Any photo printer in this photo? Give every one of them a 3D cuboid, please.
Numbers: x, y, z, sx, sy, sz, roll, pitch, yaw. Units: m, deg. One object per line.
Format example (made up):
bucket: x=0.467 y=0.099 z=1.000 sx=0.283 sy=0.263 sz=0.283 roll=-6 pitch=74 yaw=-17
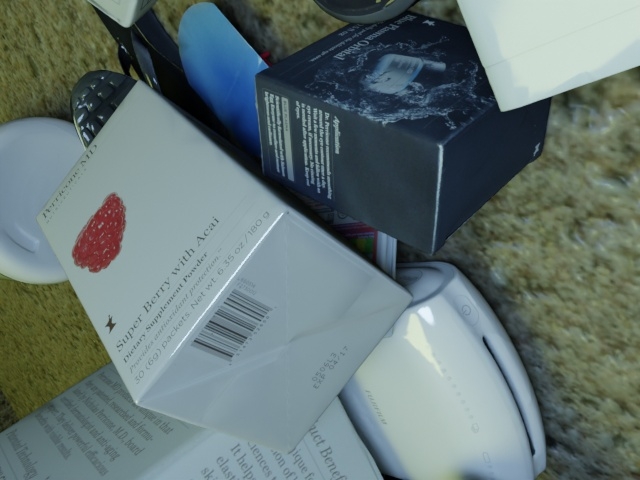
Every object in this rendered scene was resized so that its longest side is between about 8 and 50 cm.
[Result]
photo printer: x=0.082 y=0.145 z=0.776 sx=0.308 sy=0.107 sz=0.255 roll=-4 pitch=118 yaw=51

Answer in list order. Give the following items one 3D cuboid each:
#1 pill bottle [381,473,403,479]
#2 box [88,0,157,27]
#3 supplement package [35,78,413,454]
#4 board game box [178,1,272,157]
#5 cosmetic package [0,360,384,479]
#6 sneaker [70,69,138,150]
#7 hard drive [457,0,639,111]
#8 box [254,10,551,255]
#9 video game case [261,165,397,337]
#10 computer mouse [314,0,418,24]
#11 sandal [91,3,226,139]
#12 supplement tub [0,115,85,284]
pill bottle: x=0.111 y=0.360 z=0.933 sx=0.123 sy=0.123 sz=0.219 roll=38 pitch=145 yaw=17
box: x=-0.091 y=-0.275 z=0.447 sx=0.127 sy=0.232 sz=0.148 roll=36 pitch=147 yaw=-6
supplement package: x=-0.100 y=0.013 z=0.643 sx=0.175 sy=0.177 sz=0.293 roll=34 pitch=-175 yaw=-44
board game box: x=-0.077 y=-0.164 z=0.735 sx=0.168 sy=0.033 sz=0.133 roll=50 pitch=150 yaw=3
cosmetic package: x=-0.165 y=0.330 z=0.791 sx=0.327 sy=0.394 sz=0.329 roll=5 pitch=124 yaw=58
sneaker: x=-0.189 y=-0.078 z=0.821 sx=0.124 sy=0.107 sz=0.283 roll=25 pitch=162 yaw=47
hard drive: x=0.124 y=-0.237 z=0.343 sx=0.203 sy=0.040 sz=0.307 roll=-15 pitch=104 yaw=42
box: x=0.063 y=-0.091 z=0.533 sx=0.158 sy=0.156 sz=0.093 roll=27 pitch=139 yaw=30
video game case: x=0.000 y=0.000 z=0.717 sx=0.201 sy=0.023 sz=0.183 roll=-4 pitch=80 yaw=50
computer mouse: x=0.083 y=-0.249 z=0.447 sx=0.188 sy=0.072 sz=0.272 roll=51 pitch=134 yaw=3
sandal: x=-0.200 y=-0.201 z=0.819 sx=0.254 sy=0.054 sz=0.097 roll=55 pitch=146 yaw=-7
supplement tub: x=-0.466 y=-0.054 z=1.102 sx=0.325 sy=0.235 sz=0.235 roll=-1 pitch=121 yaw=50
